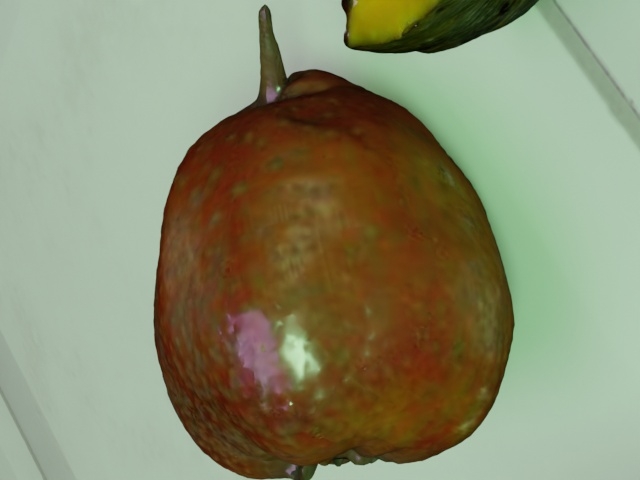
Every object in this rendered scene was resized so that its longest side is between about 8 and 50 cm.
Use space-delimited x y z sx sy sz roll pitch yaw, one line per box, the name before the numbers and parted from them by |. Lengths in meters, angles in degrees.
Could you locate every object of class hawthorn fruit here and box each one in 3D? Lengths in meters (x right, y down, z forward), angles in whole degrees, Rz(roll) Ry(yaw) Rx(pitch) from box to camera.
hawthorn fruit | 0.000 0.000 0.623 0.210 0.210 0.262 -18 78 54

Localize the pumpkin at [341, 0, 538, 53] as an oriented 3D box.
pumpkin | 0.077 -0.225 0.457 0.190 0.139 0.280 58 140 9
